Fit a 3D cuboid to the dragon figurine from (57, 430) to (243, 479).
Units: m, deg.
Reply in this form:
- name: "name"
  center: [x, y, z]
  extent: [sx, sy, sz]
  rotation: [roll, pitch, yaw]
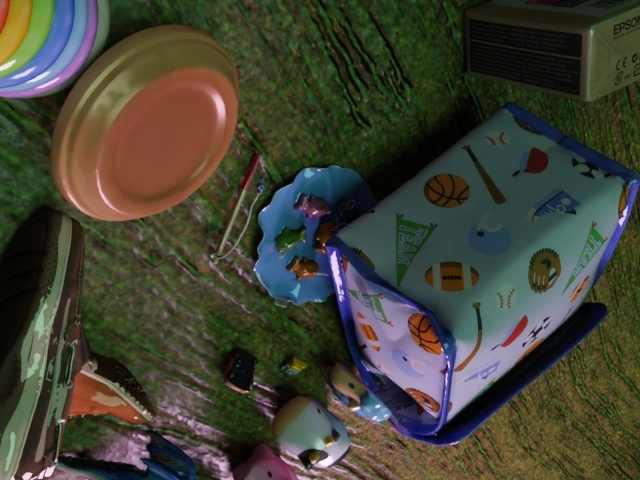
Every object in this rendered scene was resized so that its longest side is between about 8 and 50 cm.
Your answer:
- name: "dragon figurine"
  center: [-0.197, 0.286, 0.761]
  extent: [0.144, 0.085, 0.289]
  rotation: [-42, 101, -1]

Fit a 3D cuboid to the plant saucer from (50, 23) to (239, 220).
- name: "plant saucer"
  center: [-0.145, -0.096, 0.590]
  extent: [0.200, 0.037, 0.200]
  rotation: [-40, 156, -22]

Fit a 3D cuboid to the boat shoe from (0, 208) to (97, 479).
- name: "boat shoe"
  center: [-0.261, 0.103, 0.612]
  extent: [0.095, 0.095, 0.257]
  rotation: [23, 78, -51]

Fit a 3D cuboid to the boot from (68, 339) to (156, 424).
- name: "boot"
  center: [-0.253, 0.167, 0.703]
  extent: [0.084, 0.059, 0.158]
  rotation: [-45, 123, -3]

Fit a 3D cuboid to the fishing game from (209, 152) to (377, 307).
- name: "fishing game"
  center: [0.000, 0.000, 0.797]
  extent: [0.264, 0.041, 0.189]
  rotation: [18, 100, -40]

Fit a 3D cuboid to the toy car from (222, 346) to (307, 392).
- name: "toy car"
  center: [-0.074, 0.178, 0.832]
  extent: [0.122, 0.060, 0.040]
  rotation: [19, 134, -33]

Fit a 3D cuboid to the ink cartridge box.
- name: "ink cartridge box"
  center: [0.324, -0.257, 0.779]
  extent: [0.235, 0.193, 0.088]
  rotation: [-26, 124, -22]

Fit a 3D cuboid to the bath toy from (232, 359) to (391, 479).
- name: "bath toy"
  center: [-0.055, 0.325, 0.875]
  extent: [0.348, 0.129, 0.151]
  rotation: [-48, 131, -3]

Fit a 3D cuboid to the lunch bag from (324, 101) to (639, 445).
- name: "lunch bag"
  center: [0.208, 0.081, 0.858]
  extent: [0.328, 0.239, 0.385]
  rotation: [-35, 147, -19]

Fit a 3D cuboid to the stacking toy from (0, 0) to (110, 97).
- name: "stacking toy"
  center: [-0.208, -0.139, 0.371]
  extent: [0.141, 0.330, 0.141]
  rotation: [-4, 108, -11]
